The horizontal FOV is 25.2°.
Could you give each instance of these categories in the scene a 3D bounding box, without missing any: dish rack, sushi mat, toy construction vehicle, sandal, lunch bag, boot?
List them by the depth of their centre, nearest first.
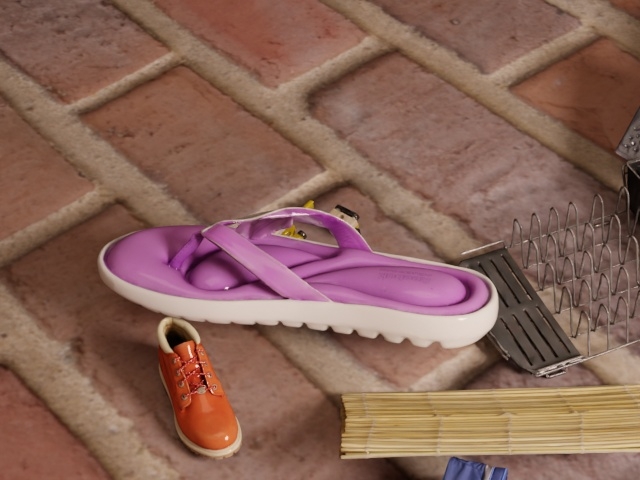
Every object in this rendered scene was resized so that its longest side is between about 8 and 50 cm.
[{"bbox_3d":[0.140,0.247,1.304,0.065,0.067,0.098,12,45,16],"label":"lunch bag"},{"bbox_3d":[0.175,0.173,1.370,0.317,0.019,0.151,-2,13,3],"label":"sushi mat"},{"bbox_3d":[-0.126,0.146,1.426,0.059,0.084,0.158,-20,47,-17],"label":"boot"},{"bbox_3d":[-0.021,0.015,1.477,0.416,0.102,0.169,7,27,5],"label":"sandal"},{"bbox_3d":[0.288,0.031,1.513,0.271,0.074,0.208,-18,44,-13],"label":"dish rack"},{"bbox_3d":[0.000,0.000,1.607,0.098,0.035,0.086,25,62,31],"label":"toy construction vehicle"}]

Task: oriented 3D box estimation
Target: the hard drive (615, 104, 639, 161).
[{"bbox_3d":[0.480,-0.106,1.604,0.255,0.054,0.172,26,78,22],"label":"hard drive"}]
